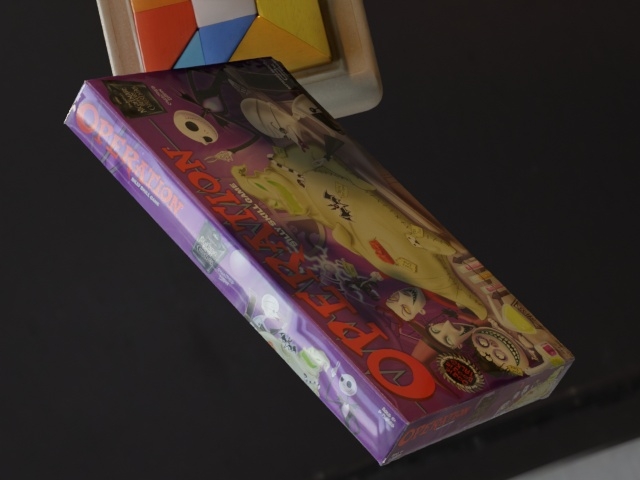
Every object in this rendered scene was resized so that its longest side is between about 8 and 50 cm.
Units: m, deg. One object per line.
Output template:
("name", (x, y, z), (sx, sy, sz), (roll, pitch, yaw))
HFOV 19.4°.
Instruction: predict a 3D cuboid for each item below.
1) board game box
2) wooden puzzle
("board game box", (0.000, 0.000, 1.329), (0.208, 0.056, 0.347), (-18, 57, -47))
("wooden puzzle", (-0.078, -0.204, 1.575), (0.221, 0.239, 0.044), (-13, 1, 4))
